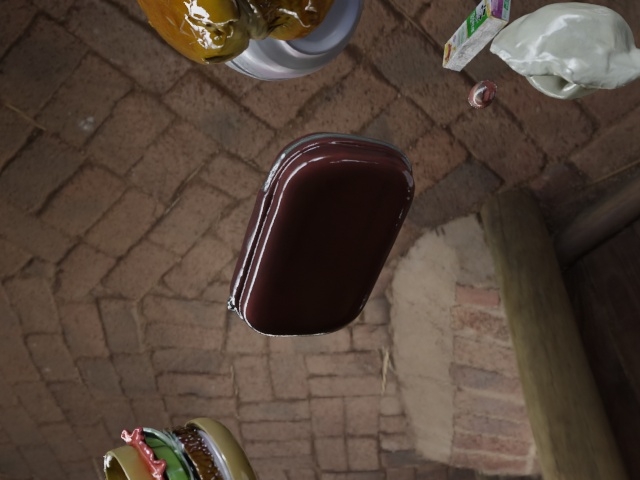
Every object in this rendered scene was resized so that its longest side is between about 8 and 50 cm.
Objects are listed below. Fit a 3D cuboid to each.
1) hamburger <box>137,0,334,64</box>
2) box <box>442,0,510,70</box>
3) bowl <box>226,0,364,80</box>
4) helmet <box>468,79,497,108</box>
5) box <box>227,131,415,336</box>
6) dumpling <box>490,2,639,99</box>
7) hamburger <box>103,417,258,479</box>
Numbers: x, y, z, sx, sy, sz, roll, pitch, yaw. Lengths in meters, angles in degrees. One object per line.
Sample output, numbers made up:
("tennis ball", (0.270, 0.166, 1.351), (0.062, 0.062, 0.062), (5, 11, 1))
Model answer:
("hamburger", (-0.110, -0.308, 0.561), (0.170, 0.314, 0.290), (-23, 145, -10))
("box", (0.281, -0.376, 1.213), (0.041, 0.049, 0.207), (12, 167, -10))
("bowl", (-0.042, -0.378, 1.017), (0.287, 0.144, 0.287), (-19, 125, -29))
("helmet", (0.427, -0.387, 1.735), (0.065, 0.049, 0.084), (38, 90, 7))
("box", (0.000, 0.000, 1.122), (0.263, 0.108, 0.404), (4, 127, -26))
("dumpling", (0.376, -0.278, 0.983), (0.250, 0.162, 0.132), (-1, 125, -9))
("hamburger", (-0.139, 0.268, 0.707), (0.137, 0.175, 0.175), (-15, 143, -31))
